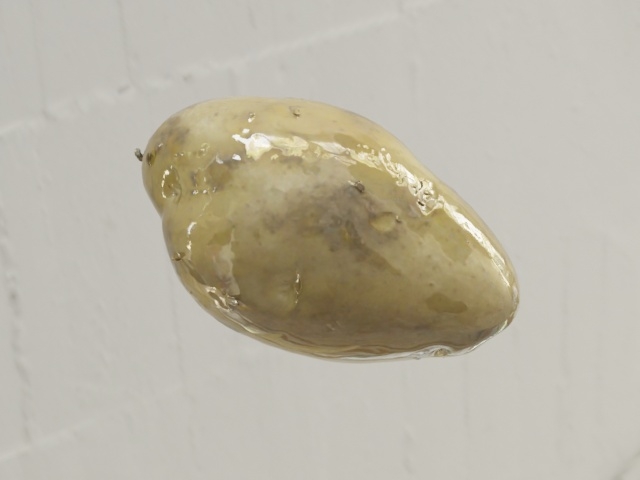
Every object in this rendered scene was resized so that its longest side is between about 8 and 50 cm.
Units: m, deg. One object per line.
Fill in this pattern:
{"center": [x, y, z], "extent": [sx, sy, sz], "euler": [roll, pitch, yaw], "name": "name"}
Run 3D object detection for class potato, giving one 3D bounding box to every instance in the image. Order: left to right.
{"center": [-0.002, 0.003, 1.077], "extent": [0.235, 0.128, 0.161], "euler": [39, -51, -13], "name": "potato"}
